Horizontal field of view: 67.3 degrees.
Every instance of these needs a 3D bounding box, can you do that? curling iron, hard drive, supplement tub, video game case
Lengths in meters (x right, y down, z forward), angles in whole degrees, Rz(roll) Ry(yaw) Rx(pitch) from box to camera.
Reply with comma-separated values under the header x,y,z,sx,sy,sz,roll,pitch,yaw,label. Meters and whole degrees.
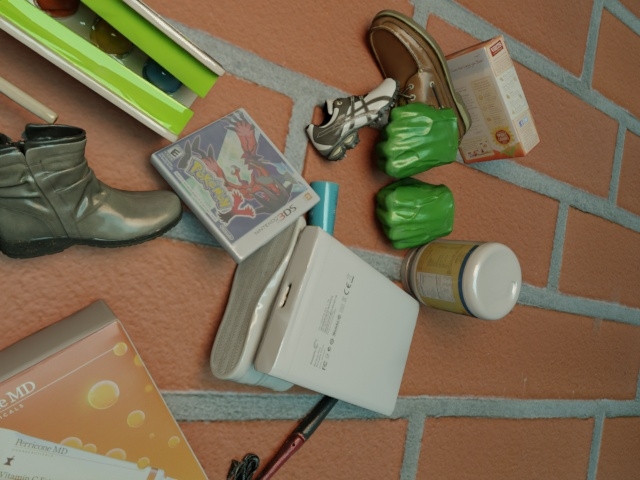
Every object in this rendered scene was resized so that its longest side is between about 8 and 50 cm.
x,y,z,sx,sy,sz,roll,pitch,yaw,label
-0.050,0.350,0.860,0.274,0.035,0.068,-34,109,-25,curling iron
0.052,0.156,0.836,0.353,0.047,0.233,36,66,-44,hard drive
0.269,0.071,0.944,0.144,0.200,0.144,-2,93,-31,supplement tub
-0.124,-0.092,0.742,0.201,0.023,0.183,49,56,1,video game case

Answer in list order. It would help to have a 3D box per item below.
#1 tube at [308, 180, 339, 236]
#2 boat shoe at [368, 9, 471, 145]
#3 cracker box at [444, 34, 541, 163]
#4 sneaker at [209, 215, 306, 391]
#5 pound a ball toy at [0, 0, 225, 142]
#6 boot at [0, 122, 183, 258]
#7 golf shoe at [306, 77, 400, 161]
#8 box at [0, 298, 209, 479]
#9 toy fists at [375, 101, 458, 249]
x,y,z,sx,sy,sz,roll,pitch,yaw,label
0.000,0.000,0.856,0.052,0.080,0.207,4,86,-5,tube
0.188,-0.291,0.929,0.307,0.111,0.104,45,69,-25,boat shoe
0.333,-0.280,0.991,0.067,0.156,0.232,-39,112,-24,cracker box
-0.062,0.105,0.816,0.169,0.108,0.292,34,70,-43,sneaker
-0.319,-0.249,0.632,0.319,0.136,0.208,33,101,-28,pound a ball toy
-0.298,-0.070,0.618,0.247,0.083,0.161,-13,134,-29,boot
0.059,-0.236,0.864,0.094,0.077,0.198,44,81,-14,golf shoe
-0.297,0.286,0.630,0.215,0.168,0.345,-30,107,-26,box
0.172,-0.118,0.913,0.142,0.096,0.279,-12,115,-19,toy fists
